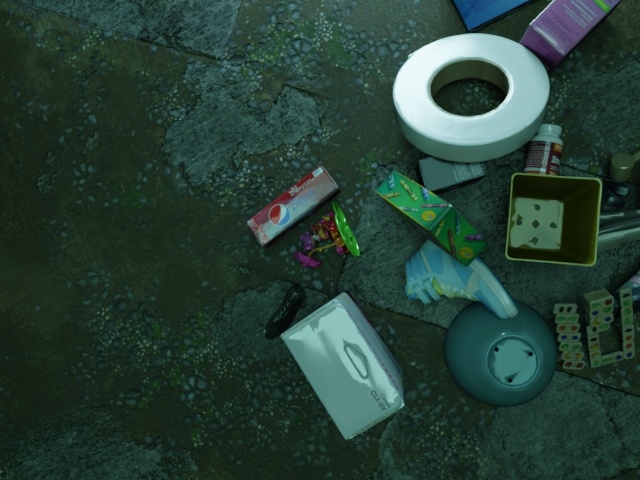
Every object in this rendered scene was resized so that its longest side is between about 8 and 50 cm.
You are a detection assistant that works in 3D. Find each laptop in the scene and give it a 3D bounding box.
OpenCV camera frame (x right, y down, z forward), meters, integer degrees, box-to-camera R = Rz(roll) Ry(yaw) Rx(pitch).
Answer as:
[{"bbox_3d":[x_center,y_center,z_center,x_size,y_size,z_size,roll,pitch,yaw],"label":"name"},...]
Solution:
[{"bbox_3d":[0.448,-0.734,1.652,0.234,0.264,0.137,-26,49,4],"label":"laptop"}]

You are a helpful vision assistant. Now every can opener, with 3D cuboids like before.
[{"bbox_3d":[0.700,-0.131,1.620,0.186,0.059,0.073,25,85,37],"label":"can opener"}]

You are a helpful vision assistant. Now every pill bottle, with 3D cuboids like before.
[{"bbox_3d":[0.588,-0.224,1.644,0.086,0.086,0.152,10,90,7],"label":"pill bottle"}]

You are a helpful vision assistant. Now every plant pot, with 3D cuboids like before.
[{"bbox_3d":[0.569,-0.047,1.589,0.212,0.187,0.212,5,88,7],"label":"plant pot"},{"bbox_3d":[0.469,0.291,1.585,0.290,0.195,0.290,0,87,6],"label":"plant pot"}]

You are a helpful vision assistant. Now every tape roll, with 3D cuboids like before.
[{"bbox_3d":[0.377,-0.370,1.593,0.391,0.072,0.392,-6,57,9],"label":"tape roll"}]

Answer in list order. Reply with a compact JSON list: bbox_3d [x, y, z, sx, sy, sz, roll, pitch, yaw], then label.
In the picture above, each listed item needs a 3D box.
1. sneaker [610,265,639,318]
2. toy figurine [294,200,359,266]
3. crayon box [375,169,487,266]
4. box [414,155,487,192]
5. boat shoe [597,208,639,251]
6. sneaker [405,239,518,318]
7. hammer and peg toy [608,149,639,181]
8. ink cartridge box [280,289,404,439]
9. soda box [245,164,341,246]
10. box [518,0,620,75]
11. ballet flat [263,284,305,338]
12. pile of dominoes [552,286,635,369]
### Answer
[{"bbox_3d":[0.848,0.093,1.611,0.319,0.112,0.131,-25,58,9],"label":"sneaker"},{"bbox_3d":[0.000,0.000,1.701,0.159,0.130,0.173,-26,63,14],"label":"toy figurine"},{"bbox_3d":[0.271,-0.060,1.558,0.081,0.278,0.165,-49,123,3],"label":"crayon box"},{"bbox_3d":[0.337,-0.181,1.636,0.158,0.156,0.093,-16,87,6],"label":"box"},{"bbox_3d":[0.828,-0.055,1.599,0.335,0.112,0.096,-12,64,2],"label":"boat shoe"},{"bbox_3d":[0.343,0.126,1.609,0.208,0.127,0.319,-43,51,8],"label":"sneaker"},{"bbox_3d":[0.911,-0.182,1.510,0.266,0.127,0.361,-47,54,-11],"label":"hammer and peg toy"},{"bbox_3d":[0.066,0.284,1.534,0.160,0.384,0.279,-34,84,4],"label":"ink cartridge box"},{"bbox_3d":[-0.073,-0.091,1.710,0.263,0.092,0.083,-37,85,3],"label":"soda box"},{"bbox_3d":[0.635,-0.557,1.587,0.117,0.213,0.243,44,92,6],"label":"box"},{"bbox_3d":[-0.101,0.201,1.734,0.057,0.049,0.173,34,93,-38],"label":"ballet flat"},{"bbox_3d":[0.697,0.237,1.571,0.195,0.040,0.251,-17,120,5],"label":"pile of dominoes"}]
